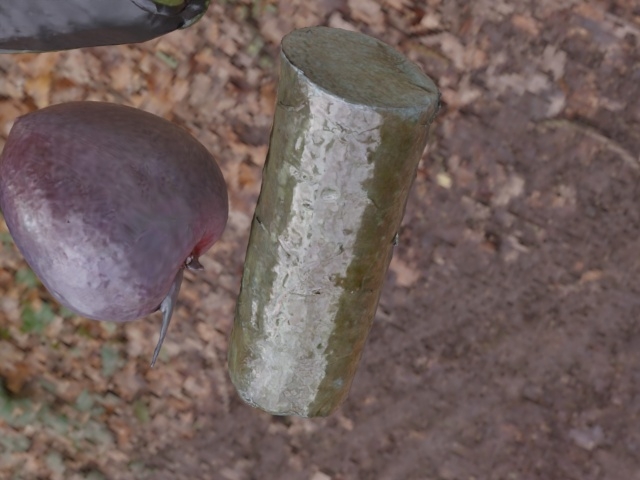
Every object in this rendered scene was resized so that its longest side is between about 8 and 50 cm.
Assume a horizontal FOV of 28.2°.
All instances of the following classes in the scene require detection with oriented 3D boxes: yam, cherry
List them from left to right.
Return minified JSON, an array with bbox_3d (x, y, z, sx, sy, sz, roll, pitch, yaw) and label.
[{"bbox_3d":[-0.199,-0.028,1.256,0.266,0.213,0.183,48,139,-12],"label":"cherry"},{"bbox_3d":[0.000,0.000,0.765,0.093,0.093,0.259,23,128,12],"label":"yam"}]

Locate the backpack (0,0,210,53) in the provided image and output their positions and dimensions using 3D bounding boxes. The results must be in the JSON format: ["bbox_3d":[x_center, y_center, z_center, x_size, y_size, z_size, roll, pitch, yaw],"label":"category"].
[{"bbox_3d":[-0.153,-0.197,0.583,0.207,0.140,0.253,-4,135,14],"label":"backpack"}]
